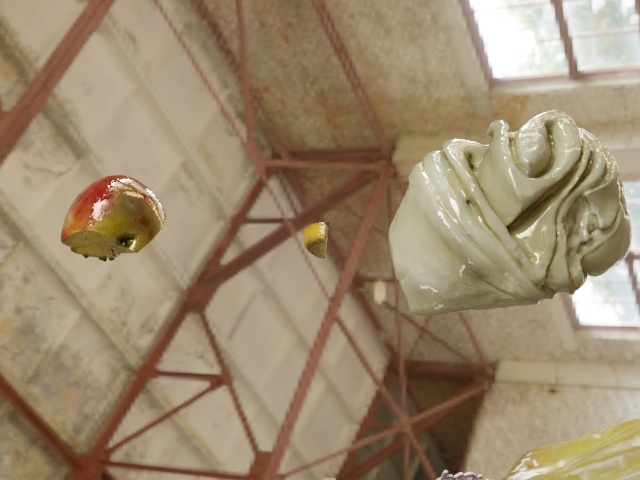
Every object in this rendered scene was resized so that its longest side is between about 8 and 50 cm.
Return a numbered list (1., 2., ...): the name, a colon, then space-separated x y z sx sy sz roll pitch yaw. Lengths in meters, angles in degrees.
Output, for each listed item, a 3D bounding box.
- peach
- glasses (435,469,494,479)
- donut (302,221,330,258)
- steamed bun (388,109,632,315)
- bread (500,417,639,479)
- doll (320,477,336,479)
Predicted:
1. peach: -0.279 -0.035 1.504 0.151 0.151 0.118 18 -111 -60
2. glasses: 0.249 0.484 1.782 0.255 0.162 0.095 56 -179 -24
3. donut: 0.000 0.000 1.923 0.067 0.083 0.038 26 -119 -27
4. steamed bun: 0.218 -0.046 1.314 0.276 0.289 0.203 -98 -3 -74
5. bread: 0.193 0.224 0.592 0.253 0.142 0.227 62 -156 -1
6. doll: -0.056 0.422 1.581 0.221 0.105 0.115 -54 -17 -35
